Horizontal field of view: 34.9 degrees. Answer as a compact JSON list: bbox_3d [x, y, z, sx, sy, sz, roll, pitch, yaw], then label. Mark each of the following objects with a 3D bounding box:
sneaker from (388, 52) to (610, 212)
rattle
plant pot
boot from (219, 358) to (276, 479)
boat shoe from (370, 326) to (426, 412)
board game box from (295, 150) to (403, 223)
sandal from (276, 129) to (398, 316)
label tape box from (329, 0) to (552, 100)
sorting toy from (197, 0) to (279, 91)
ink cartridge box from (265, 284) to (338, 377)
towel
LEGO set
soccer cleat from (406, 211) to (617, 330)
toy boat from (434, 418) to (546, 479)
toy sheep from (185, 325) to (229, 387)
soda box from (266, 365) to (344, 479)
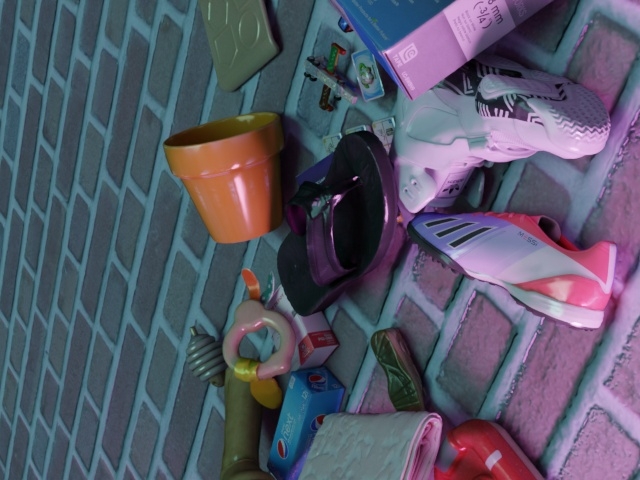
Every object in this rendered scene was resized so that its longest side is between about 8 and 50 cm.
[{"bbox_3d":[0.212,-0.120,1.304,0.366,0.137,0.210,36,125,51],"label":"sneaker"},{"bbox_3d":[-0.092,0.164,1.746,0.130,0.143,0.199,-28,50,18],"label":"rattle"},{"bbox_3d":[-0.149,-0.104,1.762,0.205,0.205,0.187,11,119,53],"label":"plant pot"},{"bbox_3d":[-0.131,0.335,1.785,0.236,0.089,0.269,136,143,-57],"label":"boot"},{"bbox_3d":[0.127,0.204,1.548,0.056,0.048,0.153,-37,72,38],"label":"boat shoe"},{"bbox_3d":[0.042,-0.067,1.591,0.170,0.048,0.141,-29,80,55],"label":"board game box"},{"bbox_3d":[0.001,0.003,1.515,0.167,0.107,0.445,64,153,20],"label":"sandal"},{"bbox_3d":[0.179,-0.361,1.270,0.334,0.106,0.240,-35,48,5],"label":"label tape box"},{"bbox_3d":[-0.149,-0.397,1.838,0.193,0.038,0.208,-28,77,52],"label":"sorting toy"},{"bbox_3d":[-0.037,0.152,1.745,0.099,0.056,0.135,-53,53,42],"label":"ink cartridge box"},{"bbox_3d":[0.032,0.398,1.511,0.332,0.053,0.316,-18,44,62],"label":"towel"},{"bbox_3d":[0.056,-0.224,1.586,0.182,0.060,0.244,-10,99,54],"label":"LEGO set"},{"bbox_3d":[0.243,0.008,1.314,0.318,0.109,0.116,30,106,46],"label":"soccer cleat"},{"bbox_3d":[0.212,0.356,1.354,0.231,0.151,0.151,52,134,36],"label":"toy boat"},{"bbox_3d":[-0.223,0.228,1.990,0.132,0.091,0.091,57,140,5],"label":"toy sheep"},{"bbox_3d":[-0.027,0.322,1.745,0.067,0.071,0.210,44,129,44],"label":"soda box"}]
